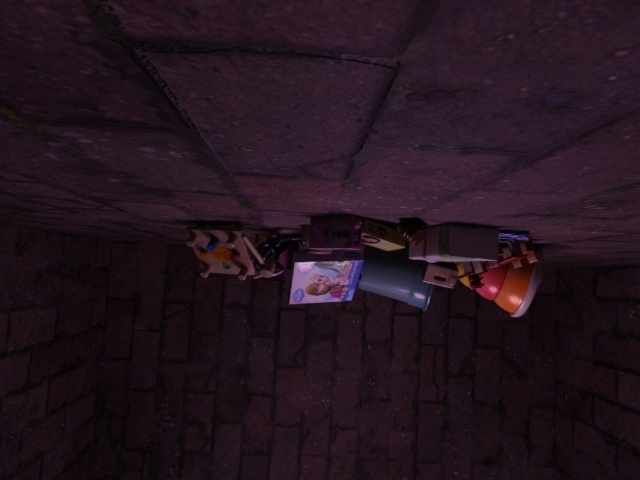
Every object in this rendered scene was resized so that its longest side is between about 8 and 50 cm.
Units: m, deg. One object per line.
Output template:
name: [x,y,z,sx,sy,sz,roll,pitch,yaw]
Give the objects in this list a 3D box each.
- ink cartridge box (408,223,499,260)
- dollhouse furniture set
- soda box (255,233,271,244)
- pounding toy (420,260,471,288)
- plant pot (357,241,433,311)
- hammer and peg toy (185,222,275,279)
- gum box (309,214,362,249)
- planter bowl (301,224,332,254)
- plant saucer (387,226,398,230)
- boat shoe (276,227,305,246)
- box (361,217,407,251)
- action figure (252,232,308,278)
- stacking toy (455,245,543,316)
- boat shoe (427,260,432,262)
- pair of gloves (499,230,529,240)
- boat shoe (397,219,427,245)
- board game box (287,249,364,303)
ink cartridge box: [0.470,0.015,1.564,0.198,0.115,0.273,5,175,-17]
dollhouse furniture set: [0.722,0.102,1.792,0.262,0.135,0.259,-3,162,-32]
soda box: [-0.249,0.002,2.282,0.181,0.058,0.061,5,175,-25]
pounding toy: [0.518,0.150,1.792,0.181,0.094,0.206,14,-159,3]
plant pot: [0.365,0.139,2.092,0.334,0.341,0.341,11,177,8]
hammer and peg toy: [-0.370,0.041,1.832,0.361,0.127,0.266,1,131,16]
gum box: [0.052,-0.023,1.433,0.188,0.107,0.062,-1,174,41]
planter bowl: [0.000,0.000,1.761,0.162,0.109,0.162,3,176,0]
plant saucer: [0.247,-0.027,1.697,0.198,0.036,0.198,4,176,0]
boat shoe: [-0.078,-0.010,1.891,0.228,0.076,0.080,5,175,-15]
box: [0.199,-0.016,1.507,0.232,0.058,0.087,15,160,-39]
action figure: [-0.138,0.085,2.075,0.248,0.275,0.370,-5,159,21]
stacking toy: [0.786,0.136,2.106,0.480,0.350,0.350,18,180,15]
boat shoe: [0.536,0.033,1.791,0.306,0.113,0.105,4,170,-43]
pair of gloves: [0.684,-0.018,1.598,0.159,0.023,0.198,3,175,30]
boat shoe: [0.309,-0.032,1.463,0.073,0.073,0.207,42,-174,21]
board game box: [0.018,0.174,2.019,0.318,0.066,0.318,-2,137,-11]
